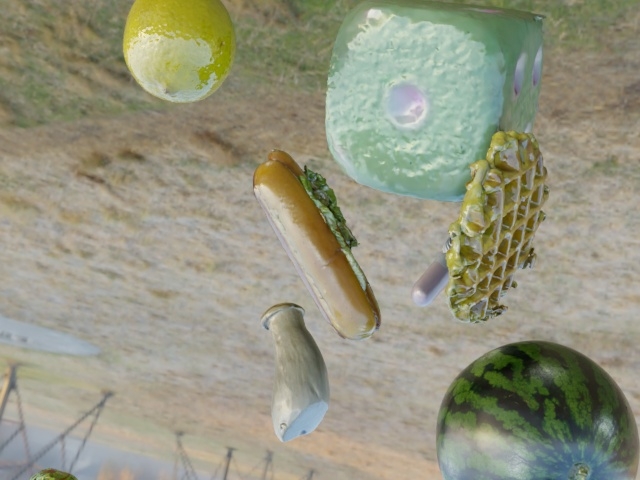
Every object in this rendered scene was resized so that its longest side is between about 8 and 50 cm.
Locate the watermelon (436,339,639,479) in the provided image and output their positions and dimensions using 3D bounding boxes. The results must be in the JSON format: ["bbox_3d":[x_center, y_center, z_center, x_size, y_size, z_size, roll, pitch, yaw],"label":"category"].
[{"bbox_3d":[0.308,0.287,1.129,0.285,0.285,0.285,11,162,4],"label":"watermelon"}]

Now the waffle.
[{"bbox_3d":[0.289,-0.018,1.270,0.068,0.325,0.302,23,172,33],"label":"waffle"}]

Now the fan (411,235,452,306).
[{"bbox_3d":[0.267,0.035,1.565,0.074,0.244,0.130,41,167,7],"label":"fan"}]

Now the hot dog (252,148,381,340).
[{"bbox_3d":[0.000,0.000,1.237,0.100,0.337,0.135,-31,174,14],"label":"hot dog"}]

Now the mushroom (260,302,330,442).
[{"bbox_3d":[-0.042,0.233,1.418,0.108,0.247,0.096,-23,152,26],"label":"mushroom"}]

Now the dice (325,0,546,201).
[{"bbox_3d":[0.211,-0.260,1.418,0.318,0.322,0.330,14,-157,24],"label":"dice"}]

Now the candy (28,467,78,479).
[{"bbox_3d":[-0.264,0.382,0.992,0.262,0.077,0.073,42,149,-12],"label":"candy"}]

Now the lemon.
[{"bbox_3d":[-0.220,-0.316,1.243,0.178,0.203,0.178,4,160,2],"label":"lemon"}]
